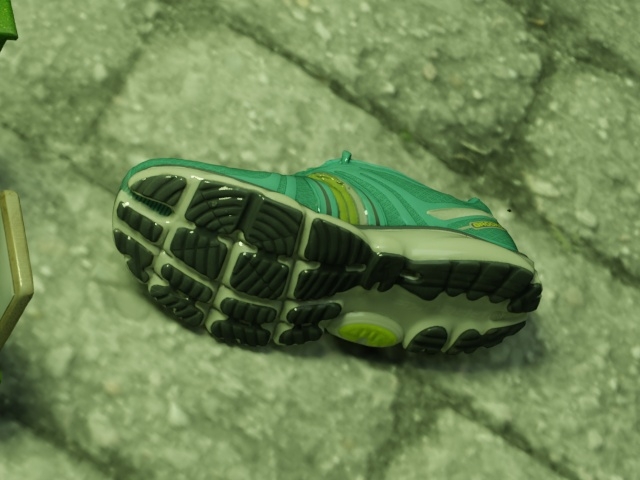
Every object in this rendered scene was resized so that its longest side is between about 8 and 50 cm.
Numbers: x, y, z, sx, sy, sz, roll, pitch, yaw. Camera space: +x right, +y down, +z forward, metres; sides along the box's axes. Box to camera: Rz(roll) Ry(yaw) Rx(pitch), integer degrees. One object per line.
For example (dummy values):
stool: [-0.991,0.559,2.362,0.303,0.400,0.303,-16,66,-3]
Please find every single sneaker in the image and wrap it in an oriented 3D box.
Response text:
sneaker: [0.000,0.000,1.152,0.275,0.107,0.110,12,37,-27]

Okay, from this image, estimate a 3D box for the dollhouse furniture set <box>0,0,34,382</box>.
dollhouse furniture set: [-0.305,-0.021,0.947,0.301,0.151,0.197,1,61,-27]
